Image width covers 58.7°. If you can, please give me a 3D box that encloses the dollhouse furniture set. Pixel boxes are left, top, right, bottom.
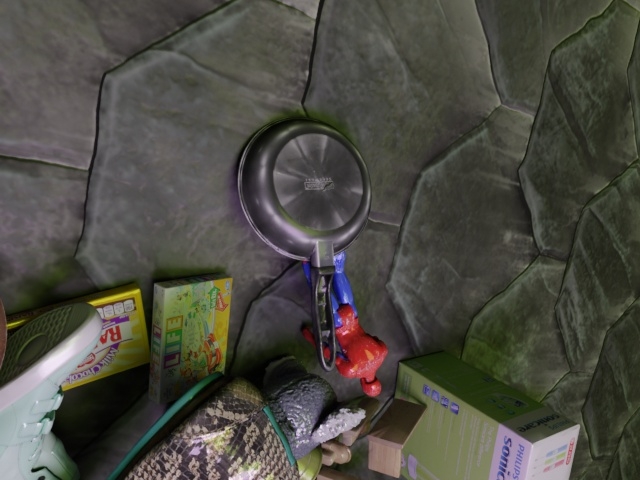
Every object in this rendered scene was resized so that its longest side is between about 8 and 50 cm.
[{"bbox_3d":[0.085,0.350,0.938,0.123,0.144,0.151,-26,121,-59],"label":"dollhouse furniture set"}]

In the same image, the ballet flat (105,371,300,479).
[{"bbox_3d":[-0.219,0.337,0.586,0.482,0.164,0.182,-39,81,10],"label":"ballet flat"}]

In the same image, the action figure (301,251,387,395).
[{"bbox_3d":[0.013,0.098,0.839,0.091,0.139,0.281,-25,94,-24],"label":"action figure"}]

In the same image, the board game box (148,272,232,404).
[{"bbox_3d":[-0.168,0.124,0.737,0.103,0.026,0.154,-8,109,-47],"label":"board game box"}]

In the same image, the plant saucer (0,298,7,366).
[{"bbox_3d":[-0.399,0.092,0.519,0.198,0.036,0.199,1,83,-9],"label":"plant saucer"}]

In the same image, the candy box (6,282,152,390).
[{"bbox_3d":[-0.305,0.126,0.659,0.205,0.027,0.105,-15,117,-30],"label":"candy box"}]

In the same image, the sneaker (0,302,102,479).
[{"bbox_3d":[-0.295,0.186,0.611,0.256,0.094,0.151,-44,124,0],"label":"sneaker"}]

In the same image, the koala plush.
[{"bbox_3d":[-0.063,0.248,0.754,0.221,0.196,0.203,-24,121,-31],"label":"koala plush"}]

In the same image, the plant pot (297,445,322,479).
[{"bbox_3d":[-0.054,0.329,0.868,0.079,0.083,0.083,43,79,-22],"label":"plant pot"}]

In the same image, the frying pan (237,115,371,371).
[{"bbox_3d":[-0.025,-0.011,0.735,0.197,0.053,0.326,19,74,-22],"label":"frying pan"}]

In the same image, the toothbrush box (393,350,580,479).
[{"bbox_3d":[0.252,0.340,0.944,0.122,0.283,0.206,-4,106,-33],"label":"toothbrush box"}]
